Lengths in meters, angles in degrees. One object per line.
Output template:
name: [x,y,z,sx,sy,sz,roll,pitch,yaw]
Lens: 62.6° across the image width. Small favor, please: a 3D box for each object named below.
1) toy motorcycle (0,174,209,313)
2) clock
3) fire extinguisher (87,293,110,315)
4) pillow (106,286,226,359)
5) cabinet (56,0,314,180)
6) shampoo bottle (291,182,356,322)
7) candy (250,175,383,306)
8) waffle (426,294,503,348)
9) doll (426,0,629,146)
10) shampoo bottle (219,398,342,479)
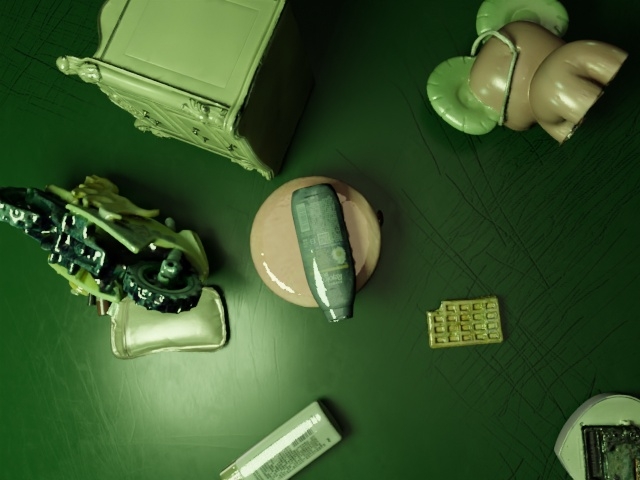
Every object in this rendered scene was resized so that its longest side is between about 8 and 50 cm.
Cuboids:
toy motorcycle: [-0.370,0.002,0.946,0.410,0.237,0.168,28,102,9]
clock: [0.502,0.369,0.913,0.172,0.064,0.197,-2,84,4]
fire extinguisher: [-0.444,0.101,1.049,0.046,0.032,0.100,-13,83,39]
pillow: [-0.299,0.160,1.020,0.233,0.038,0.130,-6,81,4]
cabinet: [-0.214,-0.288,0.927,0.318,0.290,0.227,20,85,9]
shampoo bottle: [0.010,0.021,0.900,0.087,0.049,0.233,-13,83,3]
candy: [0.000,0.000,0.978,0.256,0.094,0.255,-1,84,6]
waffle: [0.266,0.151,0.976,0.135,0.021,0.092,-4,86,4]
doll: [0.351,-0.299,0.913,0.268,0.216,0.284,35,91,14]
shampoo bottle: [-0.072,0.393,0.968,0.227,0.056,0.086,-38,84,1]
